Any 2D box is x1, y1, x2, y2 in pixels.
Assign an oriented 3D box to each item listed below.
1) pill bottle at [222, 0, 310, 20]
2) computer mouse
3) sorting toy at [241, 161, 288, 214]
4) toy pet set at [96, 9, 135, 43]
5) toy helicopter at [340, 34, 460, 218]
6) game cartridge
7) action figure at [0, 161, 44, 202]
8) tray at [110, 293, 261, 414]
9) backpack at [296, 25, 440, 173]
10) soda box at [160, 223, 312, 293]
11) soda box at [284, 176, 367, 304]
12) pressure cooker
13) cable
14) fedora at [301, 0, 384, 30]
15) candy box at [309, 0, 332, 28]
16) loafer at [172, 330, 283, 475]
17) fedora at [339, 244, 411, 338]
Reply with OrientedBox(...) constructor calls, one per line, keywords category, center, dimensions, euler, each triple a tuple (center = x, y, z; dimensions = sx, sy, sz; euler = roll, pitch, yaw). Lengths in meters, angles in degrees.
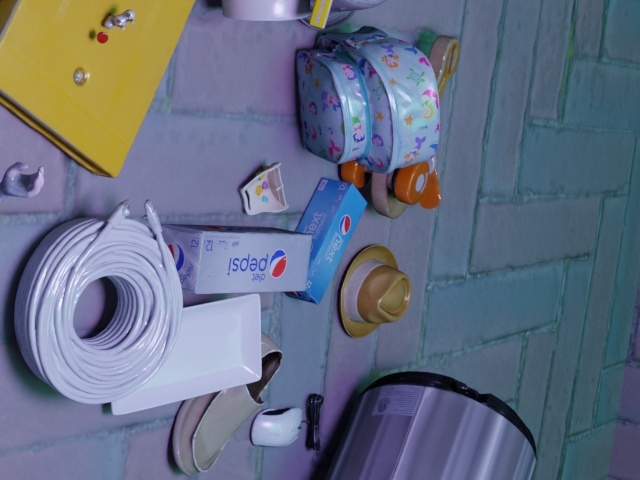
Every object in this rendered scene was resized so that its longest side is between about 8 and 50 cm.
OrientedBox(category="pill bottle", center=(-0.077, -0.483, 1.860), dimensions=(0.176, 0.176, 0.318), euler=(-21, 117, -51))
OrientedBox(category="computer mouse", center=(-0.051, 0.331, 2.282), dimensions=(0.193, 0.042, 0.106), euler=(-1, 103, -55))
OrientedBox(category="sorting toy", center=(-0.096, -0.079, 2.089), dimensions=(0.075, 0.045, 0.083), euler=(-35, 128, -36))
OrientedBox(category="toy pet set", center=(-0.272, -0.339, 1.673), dimensions=(0.114, 0.065, 0.122), euler=(-30, 127, -7))
OrientedBox(category="toy helicopter", center=(0.184, -0.204, 2.362), dimensions=(0.355, 0.140, 0.235), euler=(-68, 154, -9))
OrientedBox(category="game cartridge", center=(-0.304, -0.287, 1.718), dimensions=(0.285, 0.053, 0.323), euler=(43, 63, -52))
OrientedBox(category="action figure", center=(-0.479, 0.004, 1.432), dimensions=(0.275, 0.248, 0.370), euler=(-60, -173, 36))
OrientedBox(category="tray", center=(-0.207, 0.168, 1.963), dimensions=(0.270, 0.030, 0.145), euler=(-10, 107, -37))
OrientedBox(category="backpack", center=(0.080, -0.224, 2.108), dimensions=(0.191, 0.253, 0.225), euler=(-19, 119, -29))
OrientedBox(category="soda box", center=(-0.133, 0.029, 2.022), dimensions=(0.286, 0.091, 0.098), euler=(0, 99, -56))
OrientedBox(category="soda box", center=(0.000, 0.000, 2.225), dimensions=(0.210, 0.067, 0.071), euler=(-64, 144, -19))
OrientedBox(category="pressure cooker", center=(0.169, 0.496, 2.335), dimensions=(0.370, 0.376, 0.420), euler=(-54, -170, 54))
OrientedBox(category="cable", center=(-0.305, 0.093, 1.779), dimensions=(0.257, 0.089, 0.257), euler=(-40, 125, -33))
OrientedBox(category="fedora", center=(0.054, -0.456, 2.094), dimensions=(0.275, 0.124, 0.243), euler=(-4, 108, -53))
OrientedBox(category="candy box", center=(0.015, -0.387, 1.896), dimensions=(0.206, 0.027, 0.105), euler=(-82, -170, -67))
OrientedBox(category="loafer", center=(-0.147, 0.257, 2.075), dimensions=(0.268, 0.092, 0.102), euler=(-64, 144, -19))
OrientedBox(category="fedora", center=(0.113, 0.101, 2.411), dimensions=(0.194, 0.079, 0.194), euler=(-22, 118, -50))
